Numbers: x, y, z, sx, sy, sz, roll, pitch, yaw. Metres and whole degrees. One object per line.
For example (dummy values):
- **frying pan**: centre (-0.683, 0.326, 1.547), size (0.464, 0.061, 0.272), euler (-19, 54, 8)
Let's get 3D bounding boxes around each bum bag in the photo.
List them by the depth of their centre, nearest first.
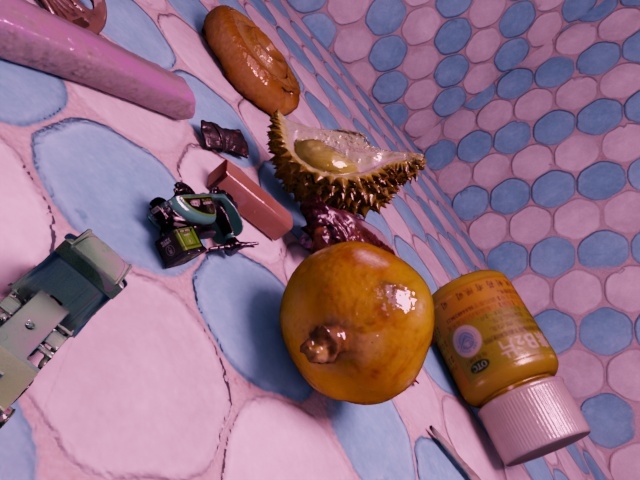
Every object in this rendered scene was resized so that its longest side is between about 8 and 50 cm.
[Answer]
- **bum bag**: centre (-0.164, -0.174, 0.889), size (0.124, 0.034, 0.057), euler (-1, 72, -66)

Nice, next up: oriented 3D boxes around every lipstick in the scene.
- **lipstick**: centre (-0.109, -0.061, 0.813), size (0.145, 0.045, 0.045), euler (40, 22, -31)

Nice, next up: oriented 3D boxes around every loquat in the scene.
- **loquat**: centre (0.042, 0.108, 0.662), size (0.213, 0.213, 0.246), euler (57, 23, 8)

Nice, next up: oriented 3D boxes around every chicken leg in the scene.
- **chicken leg**: centre (0.102, 0.052, 0.965), size (0.407, 0.096, 0.158), euler (48, 22, -30)

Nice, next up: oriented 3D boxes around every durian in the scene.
- **durian**: centre (0.038, -0.128, 0.976), size (0.172, 0.307, 0.166), euler (78, 23, -69)

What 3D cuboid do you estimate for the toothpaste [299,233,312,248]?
- **toothpaste**: centre (0.000, 0.000, 0.982), size (0.045, 0.028, 0.170), euler (57, 19, 12)

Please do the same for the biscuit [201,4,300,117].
- **biscuit**: centre (-0.153, -0.433, 1.243), size (0.296, 0.102, 0.296), euler (47, 21, -24)

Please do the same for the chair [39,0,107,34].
- **chair**: centre (-0.373, -0.441, 0.647), size (0.326, 0.183, 0.175), euler (44, 23, -23)

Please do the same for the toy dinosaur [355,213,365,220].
- **toy dinosaur**: centre (0.067, -0.129, 1.262), size (0.144, 0.077, 0.329), euler (80, -8, -51)

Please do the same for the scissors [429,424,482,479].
- **scissors**: centre (0.282, 0.435, 0.917), size (0.300, 0.022, 0.109), euler (49, 17, -10)

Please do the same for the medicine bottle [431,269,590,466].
- **medicine bottle**: centre (0.401, 0.274, 1.146), size (0.224, 0.224, 0.384), euler (29, 33, -49)

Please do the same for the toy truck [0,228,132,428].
- **toy truck**: centre (-0.202, 0.056, 0.366), size (0.067, 0.081, 0.175), euler (46, 21, -15)

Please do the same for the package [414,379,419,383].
- **package**: centre (0.128, 0.179, 0.975), size (0.200, 0.022, 0.083), euler (61, 13, 23)

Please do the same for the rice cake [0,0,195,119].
- **rice cake**: centre (-0.292, -0.233, 0.672), size (0.072, 0.056, 0.365), euler (58, 20, 17)

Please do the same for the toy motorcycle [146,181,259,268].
- **toy motorcycle**: centre (-0.147, -0.023, 0.655), size (0.100, 0.058, 0.173), euler (63, 22, 4)
